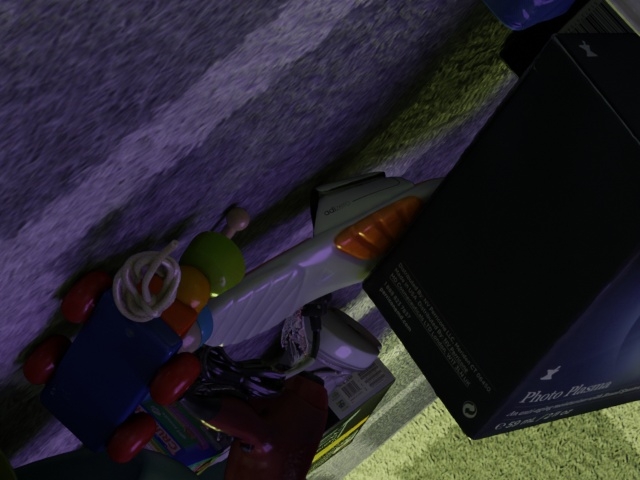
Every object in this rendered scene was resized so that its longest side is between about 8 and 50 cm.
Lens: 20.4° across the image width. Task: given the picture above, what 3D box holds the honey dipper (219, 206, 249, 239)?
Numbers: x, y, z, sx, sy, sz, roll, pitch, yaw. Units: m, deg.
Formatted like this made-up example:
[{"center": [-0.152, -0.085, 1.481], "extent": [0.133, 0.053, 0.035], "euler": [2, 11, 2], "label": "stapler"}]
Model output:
[{"center": [-0.101, 0.030, 1.384], "extent": [0.030, 0.030, 0.160], "euler": [-25, 157, -52], "label": "honey dipper"}]

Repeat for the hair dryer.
[{"center": [-0.074, 0.162, 1.602], "extent": [0.224, 0.080, 0.293], "euler": [-27, 123, -46], "label": "hair dryer"}]

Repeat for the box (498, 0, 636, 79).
[{"center": [0.273, -0.179, 1.572], "extent": [0.153, 0.108, 0.207], "euler": [-46, 166, 23], "label": "box"}]

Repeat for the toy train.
[{"center": [-0.102, 0.039, 1.254], "extent": [0.143, 0.105, 0.248], "euler": [-43, 174, -44], "label": "toy train"}]

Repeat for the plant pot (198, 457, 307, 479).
[{"center": [-0.101, 0.330, 1.938], "extent": [0.195, 0.290, 0.290], "euler": [-23, 166, -8], "label": "plant pot"}]

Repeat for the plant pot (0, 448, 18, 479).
[{"center": [-0.278, 0.193, 1.324], "extent": [0.079, 0.083, 0.083], "euler": [-31, 171, 13], "label": "plant pot"}]

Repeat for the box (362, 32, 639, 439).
[{"center": [0.247, -0.008, 1.454], "extent": [0.296, 0.182, 0.294], "euler": [-7, 143, -44], "label": "box"}]

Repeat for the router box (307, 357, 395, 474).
[{"center": [-0.067, 0.271, 2.238], "extent": [0.309, 0.081, 0.243], "euler": [-34, 167, -26], "label": "router box"}]

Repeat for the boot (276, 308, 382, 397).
[{"center": [-0.005, 0.140, 1.896], "extent": [0.123, 0.095, 0.258], "euler": [-51, 169, 2], "label": "boot"}]

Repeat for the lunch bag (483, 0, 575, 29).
[{"center": [0.155, -0.196, 1.239], "extent": [0.098, 0.067, 0.065], "euler": [-28, 164, -49], "label": "lunch bag"}]

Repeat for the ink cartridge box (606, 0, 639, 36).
[{"center": [0.266, -0.226, 0.974], "extent": [0.285, 0.166, 0.395], "euler": [-43, -174, 13], "label": "ink cartridge box"}]

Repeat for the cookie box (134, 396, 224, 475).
[{"center": [-0.150, 0.179, 1.617], "extent": [0.040, 0.092, 0.107], "euler": [-47, 167, 19], "label": "cookie box"}]

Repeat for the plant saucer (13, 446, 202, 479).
[{"center": [-0.241, 0.232, 1.353], "extent": [0.318, 0.043, 0.317], "euler": [-20, -167, 5], "label": "plant saucer"}]

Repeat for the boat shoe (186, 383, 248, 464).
[{"center": [-0.134, 0.186, 1.728], "extent": [0.219, 0.078, 0.070], "euler": [-27, 164, -43], "label": "boat shoe"}]

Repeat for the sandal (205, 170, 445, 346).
[{"center": [0.000, -0.005, 1.460], "extent": [0.265, 0.076, 0.102], "euler": [-25, 153, -19], "label": "sandal"}]
